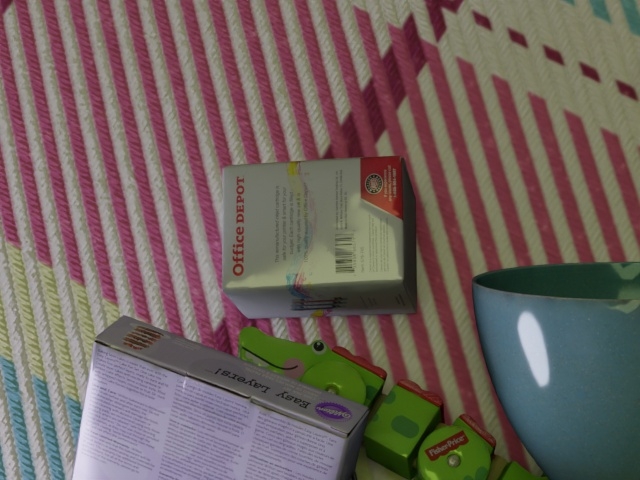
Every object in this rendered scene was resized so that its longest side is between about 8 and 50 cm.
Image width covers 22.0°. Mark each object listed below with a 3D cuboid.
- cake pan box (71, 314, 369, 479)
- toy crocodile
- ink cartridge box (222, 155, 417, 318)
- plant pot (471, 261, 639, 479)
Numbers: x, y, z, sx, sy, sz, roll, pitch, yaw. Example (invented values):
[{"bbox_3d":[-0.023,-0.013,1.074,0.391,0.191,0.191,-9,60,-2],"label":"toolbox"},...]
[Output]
[{"bbox_3d":[-0.098,0.223,1.503,0.267,0.070,0.245,18,118,15],"label":"cake pan box"},{"bbox_3d":[0.070,0.174,1.537,0.341,0.115,0.105,28,66,14],"label":"toy crocodile"},{"bbox_3d":[0.000,0.000,1.591,0.176,0.127,0.128,-2,74,8],"label":"ink cartridge box"},{"bbox_3d":[0.281,0.129,1.449,0.290,0.290,0.195,-1,95,9],"label":"plant pot"}]
